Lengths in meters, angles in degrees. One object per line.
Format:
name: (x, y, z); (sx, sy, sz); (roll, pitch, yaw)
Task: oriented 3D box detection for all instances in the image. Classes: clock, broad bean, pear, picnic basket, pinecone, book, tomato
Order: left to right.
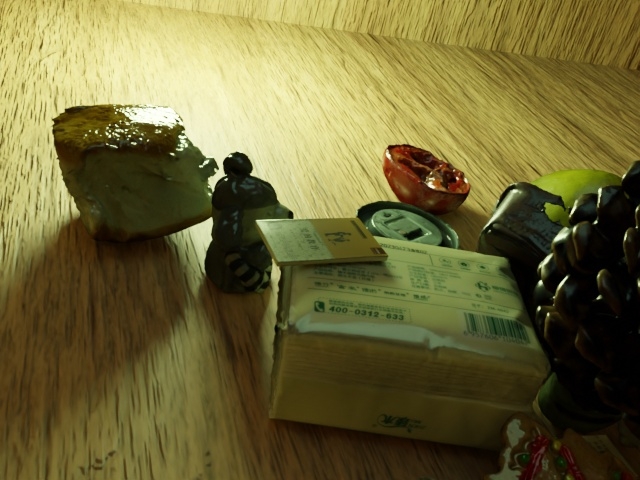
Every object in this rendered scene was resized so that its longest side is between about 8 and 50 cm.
book: (0.000, 0.000, 1.093); (0.172, 0.012, 0.118); (-3, 32, -22)
clock: (0.178, -0.009, 1.550); (0.226, 0.049, 0.226); (10, 30, -6)
tomato: (0.241, -0.130, 1.729); (0.228, 0.101, 0.228); (17, 31, -11)
picnic basket: (0.364, 0.065, 1.301); (0.222, 0.297, 0.129); (34, 55, 30)
broad bean: (0.441, 0.239, 1.226); (0.153, 0.072, 0.206); (34, 35, 21)
pear: (0.526, 0.026, 1.428); (0.287, 0.287, 0.375); (-13, 54, -38)
pinecone: (0.487, 0.103, 1.027); (0.397, 0.398, 0.398); (10, 31, -6)

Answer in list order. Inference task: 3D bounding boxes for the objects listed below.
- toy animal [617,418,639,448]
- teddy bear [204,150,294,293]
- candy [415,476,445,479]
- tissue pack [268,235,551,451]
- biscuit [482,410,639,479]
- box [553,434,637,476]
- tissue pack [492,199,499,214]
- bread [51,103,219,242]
toy animal: (0.590, 0.355, 1.026); (0.181, 0.180, 0.363); (25, -17, -20)
teddy bear: (-0.125, -0.009, 1.265); (0.144, 0.251, 0.171); (12, 45, 0)
candy: (0.154, 0.346, 0.912); (0.110, 0.095, 0.085); (8, -12, 9)
tissue pack: (0.117, 0.138, 1.125); (0.380, 0.207, 0.297); (10, 33, -5)
biscuit: (0.327, 0.333, 0.962); (0.238, 0.041, 0.212); (5, 59, -6)
box: (0.372, 0.329, 1.081); (0.154, 0.040, 0.084); (4, 33, -19)
tissue pack: (0.500, -0.047, 1.741); (0.156, 0.051, 0.112); (2, 35, -20)
bread: (-0.334, -0.124, 1.352); (0.279, 0.225, 0.250); (-11, 32, -22)
